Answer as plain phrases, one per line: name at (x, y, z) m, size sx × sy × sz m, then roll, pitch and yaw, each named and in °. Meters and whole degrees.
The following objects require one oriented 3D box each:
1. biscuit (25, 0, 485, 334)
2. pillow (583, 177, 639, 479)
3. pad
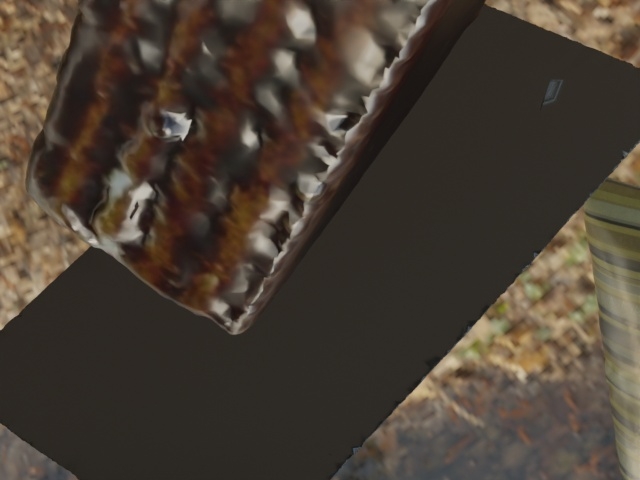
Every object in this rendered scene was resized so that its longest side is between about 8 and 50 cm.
biscuit at (0.034, -0.117, 0.301) m, size 0.073 × 0.107 × 0.388 m, roll 34°, pitch 144°, yaw 2°
pillow at (0.184, 0.065, 0.826) m, size 0.038 × 0.113 × 0.203 m, roll -34°, pitch 125°, yaw -36°
pad at (0.000, 0.000, 0.653) m, size 0.265 × 0.159 × 0.009 m, roll -45°, pitch 141°, yaw -20°
